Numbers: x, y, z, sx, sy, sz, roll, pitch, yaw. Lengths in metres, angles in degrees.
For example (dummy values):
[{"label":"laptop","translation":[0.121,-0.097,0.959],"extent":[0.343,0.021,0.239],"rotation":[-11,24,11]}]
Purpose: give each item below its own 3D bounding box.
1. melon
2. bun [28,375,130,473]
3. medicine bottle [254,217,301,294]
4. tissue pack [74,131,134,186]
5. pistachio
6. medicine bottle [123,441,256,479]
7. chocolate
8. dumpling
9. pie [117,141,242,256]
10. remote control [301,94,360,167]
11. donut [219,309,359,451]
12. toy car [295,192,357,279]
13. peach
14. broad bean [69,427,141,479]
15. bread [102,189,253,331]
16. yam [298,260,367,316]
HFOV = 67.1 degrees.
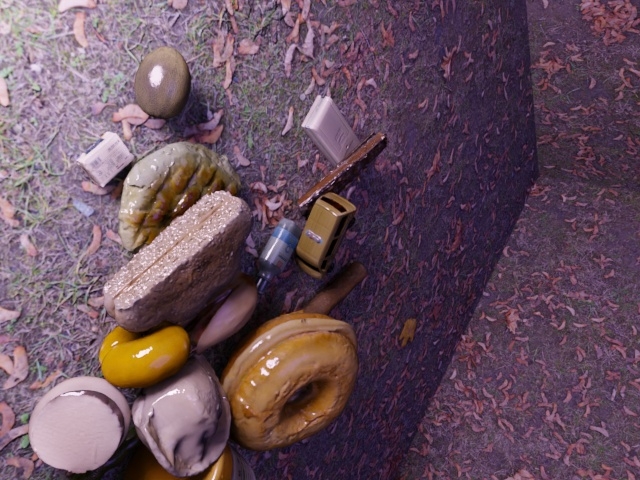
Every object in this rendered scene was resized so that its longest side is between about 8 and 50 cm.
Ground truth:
[{"label":"melon","translation":[-0.288,-0.288,0.887],"extent":[0.098,0.098,0.130],"rotation":[11,99,-54]},{"label":"bun","translation":[-0.452,0.337,0.917],"extent":[0.173,0.120,0.172],"rotation":[-2,99,-15]},{"label":"medicine bottle","translation":[-0.121,0.045,1.288],"extent":[0.208,0.054,0.090],"rotation":[-63,148,-13]},{"label":"tissue pack","translation":[-0.385,-0.146,0.865],"extent":[0.083,0.042,0.062],"rotation":[-53,139,-25]},{"label":"pistachio","translation":[-0.234,0.161,1.120],"extent":[0.215,0.144,0.143],"rotation":[-50,139,-31]},{"label":"medicine bottle","translation":[-0.294,0.572,1.130],"extent":[0.238,0.238,0.231],"rotation":[-51,140,-27]},{"label":"chocolate","translation":[0.060,-0.184,1.354],"extent":[0.329,0.065,0.102],"rotation":[-43,155,-5]},{"label":"dumpling","translation":[-0.269,0.363,1.021],"extent":[0.243,0.175,0.226],"rotation":[-43,104,-38]},{"label":"pie","translation":[-0.286,-0.064,1.012],"extent":[0.306,0.071,0.306],"rotation":[-25,125,-44]},{"label":"remote control","translation":[0.045,-0.283,1.368],"extent":[0.102,0.056,0.277],"rotation":[-64,146,-11]},{"label":"donut","translation":[-0.081,0.378,1.308],"extent":[0.449,0.198,0.448],"rotation":[-22,131,-28]},{"label":"toy car","translation":[0.000,0.000,1.324],"extent":[0.124,0.101,0.256],"rotation":[-27,146,-55]},{"label":"peach","translation":[-0.349,0.219,0.959],"extent":[0.179,0.179,0.103],"rotation":[-27,116,-45]},{"label":"broad bean","translation":[-0.433,0.454,1.056],"extent":[0.256,0.052,0.052],"rotation":[-35,168,-43]},{"label":"bread","translation":[-0.260,0.058,0.968],"extent":[0.337,0.102,0.183],"rotation":[-46,143,-24]},{"label":"yam","translation":[0.033,0.179,1.532],"extent":[0.357,0.081,0.081],"rotation":[-39,133,-36]}]
